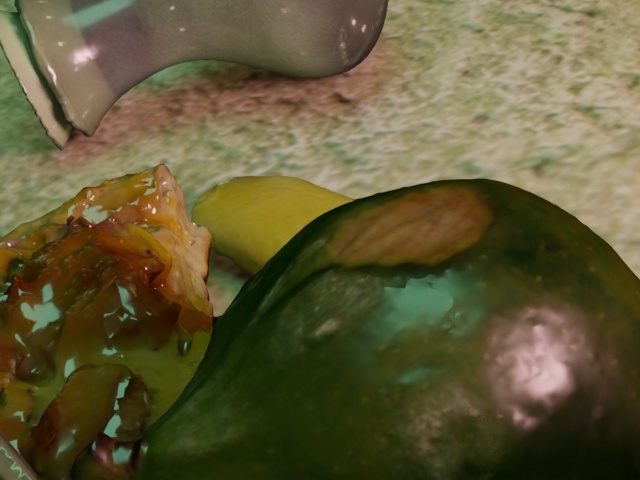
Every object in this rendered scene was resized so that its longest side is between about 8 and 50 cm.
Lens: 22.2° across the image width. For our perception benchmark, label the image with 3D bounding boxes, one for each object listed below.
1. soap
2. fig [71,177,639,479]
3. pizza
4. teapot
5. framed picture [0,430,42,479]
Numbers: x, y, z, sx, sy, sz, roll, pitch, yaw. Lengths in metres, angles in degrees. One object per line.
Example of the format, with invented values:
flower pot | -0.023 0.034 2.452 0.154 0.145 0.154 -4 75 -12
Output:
soap | 0.000 0.000 0.926 0.089 0.033 0.168 -29 36 -27
fig | 0.025 0.077 0.663 0.245 0.195 0.195 -23 34 -13
pizza | -0.161 0.097 0.772 0.278 0.114 0.409 10 44 41
teapot | -0.088 -0.162 1.093 0.251 0.183 0.183 -26 34 -1
framed picture | -0.200 0.160 0.619 0.232 0.024 0.315 -42 58 -8
